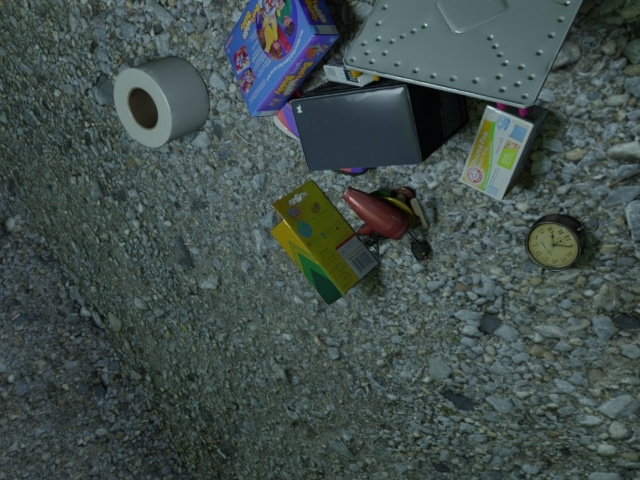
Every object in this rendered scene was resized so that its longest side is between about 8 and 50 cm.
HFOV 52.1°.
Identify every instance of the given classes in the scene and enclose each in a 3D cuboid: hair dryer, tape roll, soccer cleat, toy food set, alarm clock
[{"bbox_3d":[0.140,-0.033,1.737,0.223,0.080,0.293,4,142,38],"label":"hair dryer"},{"bbox_3d":[-0.486,-0.426,2.003,0.246,0.169,0.246,20,127,28],"label":"tape roll"},{"bbox_3d":[0.005,-0.290,1.746,0.318,0.108,0.116,39,137,18],"label":"soccer cleat"},{"bbox_3d":[0.198,-0.093,1.749,0.218,0.071,0.128,2,141,40],"label":"toy food set"},{"bbox_3d":[0.559,-0.005,1.514,0.129,0.064,0.192,53,137,0],"label":"alarm clock"}]

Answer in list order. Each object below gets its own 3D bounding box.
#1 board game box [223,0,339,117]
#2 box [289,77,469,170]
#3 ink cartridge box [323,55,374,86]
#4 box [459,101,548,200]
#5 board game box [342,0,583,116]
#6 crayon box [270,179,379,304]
[{"bbox_3d":[-0.111,-0.503,1.649,0.347,0.078,0.233,-38,69,51],"label":"board game box"},{"bbox_3d":[0.141,-0.292,1.498,0.296,0.294,0.183,1,115,35],"label":"box"},{"bbox_3d":[0.134,-0.407,1.449,0.045,0.208,0.206,68,169,-23],"label":"ink cartridge box"},{"bbox_3d":[0.410,-0.210,1.479,0.114,0.103,0.203,29,130,21],"label":"box"},{"bbox_3d":[0.296,-0.443,1.274,0.390,0.390,0.050,21,163,27],"label":"board game box"},{"bbox_3d":[0.000,0.000,1.859,0.318,0.202,0.081,52,134,2],"label":"crayon box"}]
